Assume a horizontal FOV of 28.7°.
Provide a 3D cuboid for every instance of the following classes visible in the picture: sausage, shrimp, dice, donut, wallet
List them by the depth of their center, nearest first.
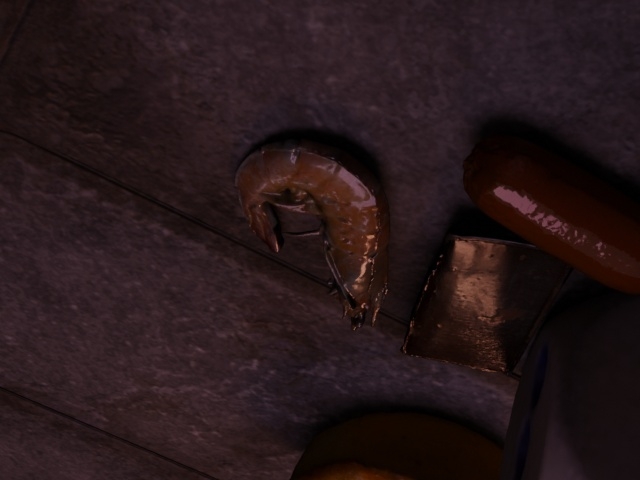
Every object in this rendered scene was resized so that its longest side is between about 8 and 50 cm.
[{"bbox_3d":[0.199,-0.021,1.002,0.197,0.076,0.076,28,142,-15],"label":"sausage"},{"bbox_3d":[0.001,-0.002,1.125,0.143,0.052,0.251,12,138,21],"label":"shrimp"},{"bbox_3d":[0.298,0.210,1.130,0.243,0.251,0.259,9,144,4],"label":"dice"},{"bbox_3d":[0.152,0.054,1.156,0.122,0.031,0.232,11,146,-3],"label":"wallet"},{"bbox_3d":[0.103,0.297,1.434,0.303,0.110,0.303,11,145,8],"label":"donut"}]
